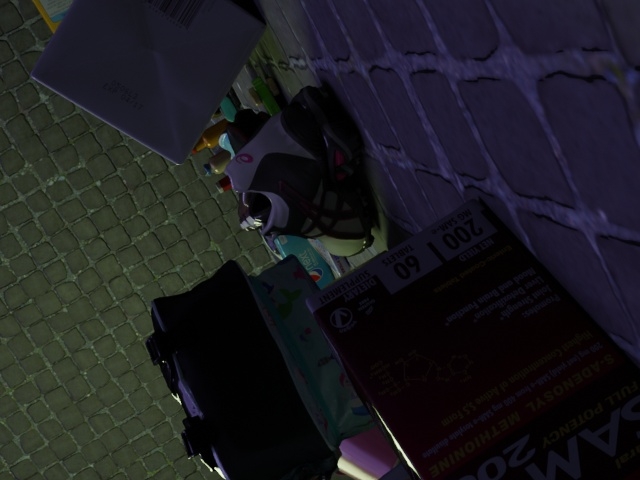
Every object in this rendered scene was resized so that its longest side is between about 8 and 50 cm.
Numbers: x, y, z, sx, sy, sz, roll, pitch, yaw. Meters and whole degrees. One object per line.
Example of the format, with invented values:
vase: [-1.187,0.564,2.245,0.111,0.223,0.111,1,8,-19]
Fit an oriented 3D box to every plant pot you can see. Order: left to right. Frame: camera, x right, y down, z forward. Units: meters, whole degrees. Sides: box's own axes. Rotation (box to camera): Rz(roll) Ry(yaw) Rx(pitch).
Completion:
plant pot: [0.100,0.314,1.356,0.180,0.201,0.201,31,155,44]

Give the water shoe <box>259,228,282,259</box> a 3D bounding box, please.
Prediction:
water shoe: [-0.094,-0.044,1.671,0.203,0.073,0.080,59,172,-1]

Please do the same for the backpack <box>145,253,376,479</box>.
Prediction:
backpack: [-0.052,0.148,0.855,0.225,0.191,0.253,61,168,22]

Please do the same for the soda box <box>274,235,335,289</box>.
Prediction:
soda box: [-0.037,0.021,1.546,0.071,0.067,0.210,54,171,42]

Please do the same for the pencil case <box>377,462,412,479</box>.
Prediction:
pencil case: [0.077,0.204,0.561,0.113,0.273,0.124,47,166,34]

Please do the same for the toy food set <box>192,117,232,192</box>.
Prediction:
toy food set: [-0.204,-0.165,1.832,0.111,0.104,0.232,58,174,13]

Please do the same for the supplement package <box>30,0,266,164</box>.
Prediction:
supplement package: [-0.200,-0.215,0.979,0.177,0.175,0.293,31,-178,-17]

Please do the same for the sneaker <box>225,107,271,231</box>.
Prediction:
sneaker: [-0.084,-0.110,1.233,0.163,0.106,0.281,65,163,-3]

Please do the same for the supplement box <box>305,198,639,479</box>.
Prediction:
supplement box: [0.105,0.100,0.478,0.239,0.130,0.073,54,171,37]

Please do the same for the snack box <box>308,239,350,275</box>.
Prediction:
snack box: [0.000,0.000,1.359,0.064,0.022,0.178,63,173,-23]

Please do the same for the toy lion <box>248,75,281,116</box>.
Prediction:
toy lion: [-0.054,-0.156,1.036,0.100,0.034,0.096,59,-179,-1]

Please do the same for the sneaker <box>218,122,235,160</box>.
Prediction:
sneaker: [-0.133,-0.166,1.562,0.073,0.063,0.162,37,169,23]

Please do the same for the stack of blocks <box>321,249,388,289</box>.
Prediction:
stack of blocks: [0.122,0.170,0.879,0.297,0.087,0.171,61,173,-15]

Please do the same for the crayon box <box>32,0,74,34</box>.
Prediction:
crayon box: [-0.297,-0.370,1.138,0.083,0.203,0.323,55,172,37]

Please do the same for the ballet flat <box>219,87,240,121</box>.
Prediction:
ballet flat: [-0.168,-0.256,1.441,0.041,0.041,0.114,52,169,50]

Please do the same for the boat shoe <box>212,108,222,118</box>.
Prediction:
boat shoe: [-0.253,-0.343,1.446,0.307,0.110,0.104,52,175,-30]

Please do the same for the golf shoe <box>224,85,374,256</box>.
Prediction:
golf shoe: [-0.020,-0.047,0.855,0.105,0.120,0.273,54,174,27]
